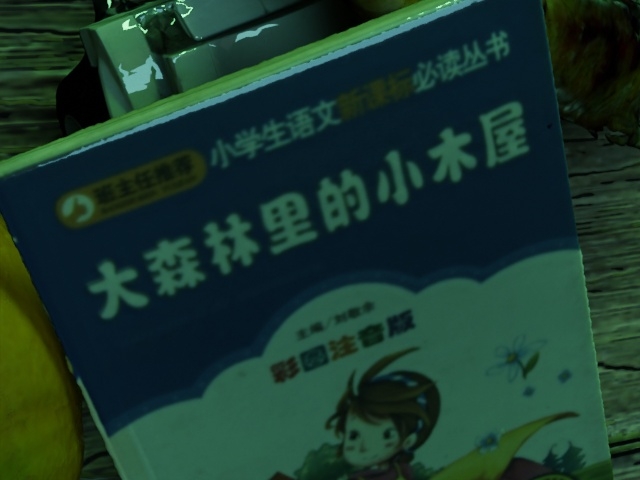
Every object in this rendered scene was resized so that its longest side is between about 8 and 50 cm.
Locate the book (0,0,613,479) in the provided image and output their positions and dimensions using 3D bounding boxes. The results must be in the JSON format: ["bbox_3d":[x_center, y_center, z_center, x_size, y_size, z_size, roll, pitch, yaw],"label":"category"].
[{"bbox_3d":[0.017,0.064,0.537,0.228,0.018,0.322,-23,124,-9],"label":"book"}]

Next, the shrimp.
[{"bbox_3d":[0.083,-0.165,0.599,0.365,0.071,0.233,9,59,-50],"label":"shrimp"}]

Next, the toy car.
[{"bbox_3d":[0.001,0.001,0.603,0.193,0.118,0.301,-24,106,-22],"label":"toy car"}]

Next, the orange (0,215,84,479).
[{"bbox_3d":[-0.212,0.075,0.482,0.240,0.171,0.240,-3,98,-21],"label":"orange"}]
